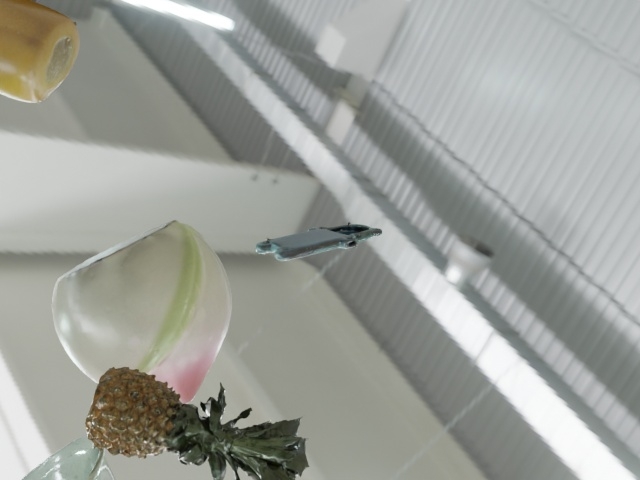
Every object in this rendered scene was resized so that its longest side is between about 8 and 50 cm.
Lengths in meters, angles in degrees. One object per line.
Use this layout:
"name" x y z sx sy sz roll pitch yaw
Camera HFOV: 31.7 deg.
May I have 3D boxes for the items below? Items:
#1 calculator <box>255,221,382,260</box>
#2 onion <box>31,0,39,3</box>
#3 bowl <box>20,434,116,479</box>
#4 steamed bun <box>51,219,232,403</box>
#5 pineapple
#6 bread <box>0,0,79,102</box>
"calculator" 0.000 0.000 1.281 0.141 0.019 0.094 -13 -165 -27
"onion" -0.378 -0.295 1.204 0.248 0.248 0.161 39 -149 27
"bowl" -0.417 0.510 1.672 0.196 0.435 0.435 47 -159 -11
"steamed bun" -0.275 0.138 1.857 0.309 0.309 0.309 22 -156 -10
"pineapple" -0.150 0.249 1.403 0.277 0.119 0.130 14 -120 5
"bread" -0.198 -0.125 0.672 0.103 0.049 0.062 23 -119 14
